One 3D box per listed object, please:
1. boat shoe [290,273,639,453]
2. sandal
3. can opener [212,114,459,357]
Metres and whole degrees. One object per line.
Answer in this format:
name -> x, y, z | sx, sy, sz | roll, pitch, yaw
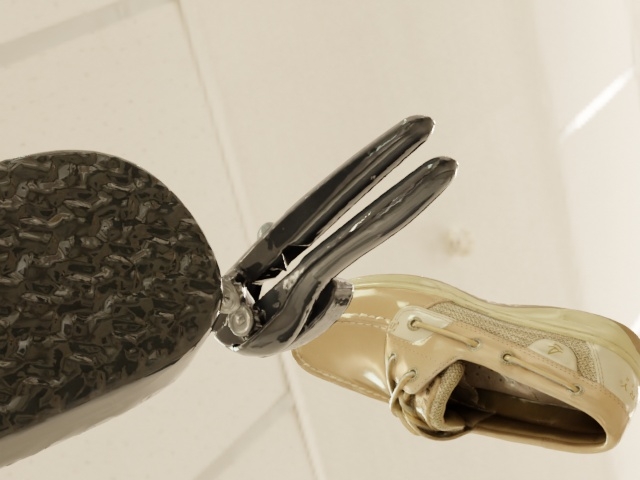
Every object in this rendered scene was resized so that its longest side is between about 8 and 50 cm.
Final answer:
boat shoe -> 0.108, 0.111, 0.997 | 0.110, 0.341, 0.121 | -51, -46, -44
sandal -> -0.240, 0.082, 0.455 | 0.446, 0.107, 0.167 | -16, -113, -36
can opener -> 0.000, 0.000, 0.589 | 0.073, 0.186, 0.059 | -17, -115, -50
